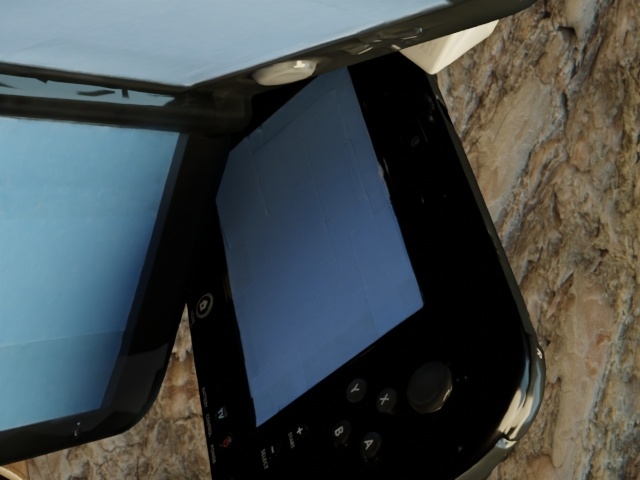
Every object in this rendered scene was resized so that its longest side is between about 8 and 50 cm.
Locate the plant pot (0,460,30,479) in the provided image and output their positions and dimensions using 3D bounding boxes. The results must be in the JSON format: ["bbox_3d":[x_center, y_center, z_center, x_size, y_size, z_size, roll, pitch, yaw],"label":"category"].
[{"bbox_3d":[-0.241,0.079,0.681,0.167,0.167,0.165,119,-31,-48],"label":"plant pot"}]

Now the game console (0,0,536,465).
[{"bbox_3d":[-0.068,-0.009,0.432,0.250,0.293,0.173,-12,-94,29],"label":"game console"}]

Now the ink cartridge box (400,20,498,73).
[{"bbox_3d":[0.015,-0.174,0.560,0.061,0.181,0.104,-39,164,-44],"label":"ink cartridge box"}]

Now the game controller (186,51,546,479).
[{"bbox_3d":[0.000,0.000,0.592,0.166,0.067,0.319,-32,-137,17],"label":"game controller"}]
